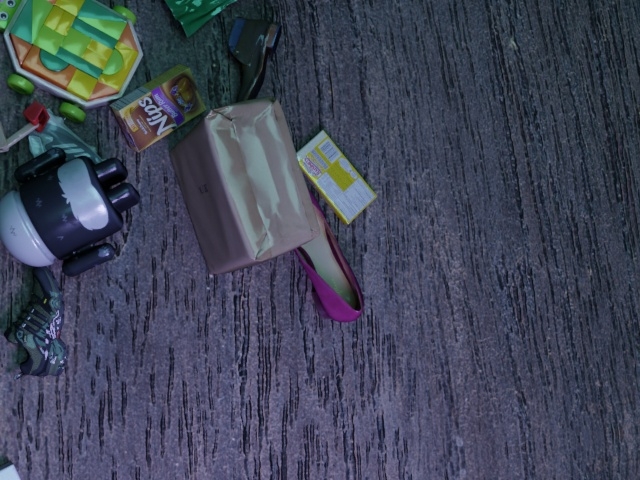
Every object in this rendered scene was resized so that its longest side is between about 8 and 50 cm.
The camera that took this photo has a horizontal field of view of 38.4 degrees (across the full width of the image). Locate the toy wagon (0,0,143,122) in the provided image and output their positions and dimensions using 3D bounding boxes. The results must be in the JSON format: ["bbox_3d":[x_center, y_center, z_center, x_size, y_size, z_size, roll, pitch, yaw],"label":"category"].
[{"bbox_3d":[-0.554,-0.421,1.926,0.344,0.068,0.267,28,74,-17],"label":"toy wagon"}]

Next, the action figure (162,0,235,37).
[{"bbox_3d":[-0.241,-0.560,2.071,0.232,0.063,0.137,-32,94,-18],"label":"action figure"}]

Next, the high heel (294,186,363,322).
[{"bbox_3d":[0.000,0.000,2.036,0.127,0.181,0.377,-26,94,-22],"label":"high heel"}]

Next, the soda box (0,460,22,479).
[{"bbox_3d":[-0.590,0.545,1.795,0.073,0.069,0.216,-26,94,-23],"label":"soda box"}]

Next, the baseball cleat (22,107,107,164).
[{"bbox_3d":[-0.529,-0.178,1.914,0.206,0.072,0.109,42,77,-2],"label":"baseball cleat"}]

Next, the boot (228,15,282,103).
[{"bbox_3d":[-0.173,-0.404,2.088,0.106,0.082,0.219,20,80,4],"label":"boot"}]

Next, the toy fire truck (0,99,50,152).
[{"bbox_3d":[-0.654,-0.219,1.842,0.135,0.047,0.192,31,71,14],"label":"toy fire truck"}]

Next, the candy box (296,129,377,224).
[{"bbox_3d":[0.032,-0.147,2.150,0.105,0.027,0.206,-42,99,-18],"label":"candy box"}]

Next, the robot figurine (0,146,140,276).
[{"bbox_3d":[-0.503,-0.061,1.831,0.278,0.209,0.174,-28,135,-5],"label":"robot figurine"}]

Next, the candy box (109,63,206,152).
[{"bbox_3d":[-0.347,-0.285,1.978,0.186,0.053,0.109,-36,129,-20],"label":"candy box"}]

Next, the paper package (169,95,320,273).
[{"bbox_3d":[-0.163,-0.102,1.906,0.168,0.325,0.310,-18,90,-23],"label":"paper package"}]

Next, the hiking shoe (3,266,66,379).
[{"bbox_3d":[-0.573,0.164,1.838,0.114,0.086,0.227,-5,86,-26],"label":"hiking shoe"}]
